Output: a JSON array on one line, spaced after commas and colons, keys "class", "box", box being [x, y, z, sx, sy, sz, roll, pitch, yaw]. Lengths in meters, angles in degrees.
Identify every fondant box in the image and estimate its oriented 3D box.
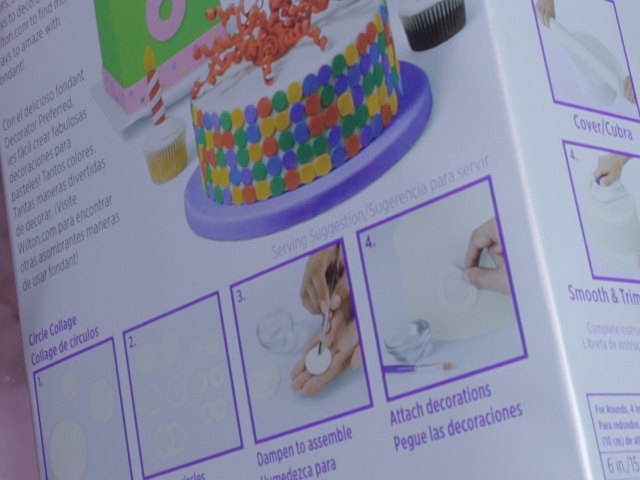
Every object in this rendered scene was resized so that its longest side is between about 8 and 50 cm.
[{"class": "fondant box", "box": [0.000, 0.000, 0.522, 0.238, 0.096, 0.330, -23, 71, 42]}]
